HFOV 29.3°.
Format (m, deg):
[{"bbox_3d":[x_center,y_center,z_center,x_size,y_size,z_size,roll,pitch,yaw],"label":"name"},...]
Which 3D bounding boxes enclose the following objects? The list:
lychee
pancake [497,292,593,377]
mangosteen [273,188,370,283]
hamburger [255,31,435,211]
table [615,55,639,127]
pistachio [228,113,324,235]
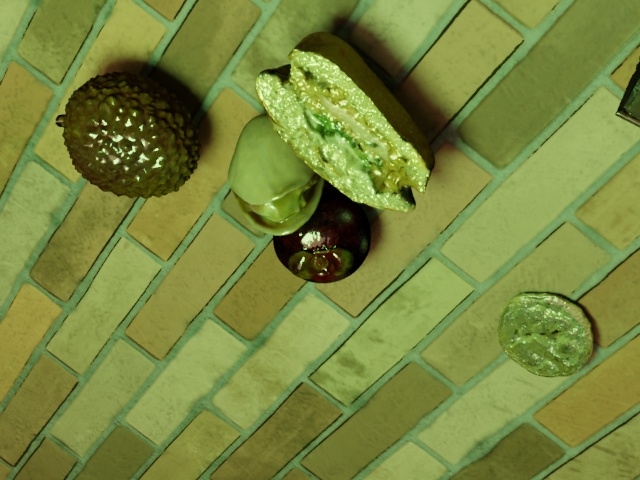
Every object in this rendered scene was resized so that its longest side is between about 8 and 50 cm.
[{"bbox_3d":[-0.289,-0.157,1.824,0.238,0.200,0.200,16,130,23],"label":"lychee"},{"bbox_3d":[0.337,0.141,1.837,0.158,0.028,0.158,15,128,20],"label":"pancake"},{"bbox_3d":[0.000,0.000,1.819,0.153,0.152,0.152,14,129,17],"label":"mangosteen"},{"bbox_3d":[0.040,-0.161,1.673,0.144,0.156,0.283,-39,108,21],"label":"hamburger"},{"bbox_3d":[0.469,-0.215,1.400,0.169,0.172,0.193,28,132,6],"label":"table"},{"bbox_3d":[-0.063,-0.098,1.741,0.144,0.215,0.143,-1,128,-1],"label":"pistachio"}]
